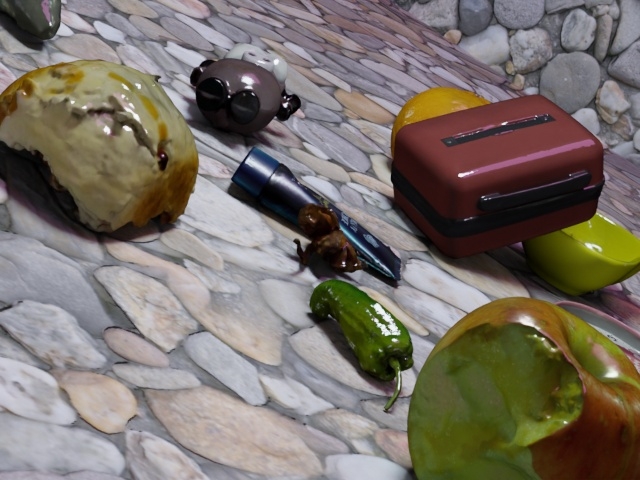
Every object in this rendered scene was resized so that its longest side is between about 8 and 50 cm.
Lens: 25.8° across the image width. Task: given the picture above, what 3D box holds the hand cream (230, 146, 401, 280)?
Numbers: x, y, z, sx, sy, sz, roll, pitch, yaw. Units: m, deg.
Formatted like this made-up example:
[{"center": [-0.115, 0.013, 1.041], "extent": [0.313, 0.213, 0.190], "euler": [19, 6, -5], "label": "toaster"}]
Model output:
[{"center": [0.000, -0.032, 1.955], "extent": [0.270, 0.061, 0.120], "euler": [35, 13, -5], "label": "hand cream"}]

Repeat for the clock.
[{"center": [0.415, 0.172, 2.005], "extent": [0.244, 0.056, 0.244], "euler": [25, 21, -10], "label": "clock"}]

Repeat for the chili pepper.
[{"center": [0.064, 0.115, 1.623], "extent": [0.072, 0.073, 0.204], "euler": [30, 13, -47], "label": "chili pepper"}]

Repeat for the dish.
[{"center": [0.432, 0.021, 2.352], "extent": [0.221, 0.108, 0.262], "euler": [40, 23, 31], "label": "dish"}]

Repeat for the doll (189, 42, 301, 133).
[{"center": [-0.125, -0.237, 2.201], "extent": [0.182, 0.117, 0.257], "euler": [24, 20, 3], "label": "doll"}]

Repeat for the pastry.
[{"center": [-0.255, -0.136, 1.657], "extent": [0.237, 0.170, 0.256], "euler": [37, 14, 14], "label": "pastry"}]

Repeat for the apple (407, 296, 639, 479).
[{"center": [0.202, 0.187, 1.391], "extent": [0.246, 0.226, 0.246], "euler": [33, 23, -16], "label": "apple"}]

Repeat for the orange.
[{"center": [0.230, -0.167, 2.443], "extent": [0.219, 0.193, 0.219], "euler": [13, 9, -2], "label": "orange"}]

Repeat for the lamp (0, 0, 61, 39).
[{"center": [-0.448, -0.376, 2.132], "extent": [0.101, 0.101, 0.250], "euler": [13, 29, -40], "label": "lamp"}]

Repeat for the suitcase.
[{"center": [0.278, -0.106, 2.211], "extent": [0.297, 0.161, 0.236], "euler": [-14, 36, -19], "label": "suitcase"}]

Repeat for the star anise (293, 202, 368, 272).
[{"center": [0.000, 0.000, 1.812], "extent": [0.097, 0.070, 0.191], "euler": [65, 8, 14], "label": "star anise"}]
